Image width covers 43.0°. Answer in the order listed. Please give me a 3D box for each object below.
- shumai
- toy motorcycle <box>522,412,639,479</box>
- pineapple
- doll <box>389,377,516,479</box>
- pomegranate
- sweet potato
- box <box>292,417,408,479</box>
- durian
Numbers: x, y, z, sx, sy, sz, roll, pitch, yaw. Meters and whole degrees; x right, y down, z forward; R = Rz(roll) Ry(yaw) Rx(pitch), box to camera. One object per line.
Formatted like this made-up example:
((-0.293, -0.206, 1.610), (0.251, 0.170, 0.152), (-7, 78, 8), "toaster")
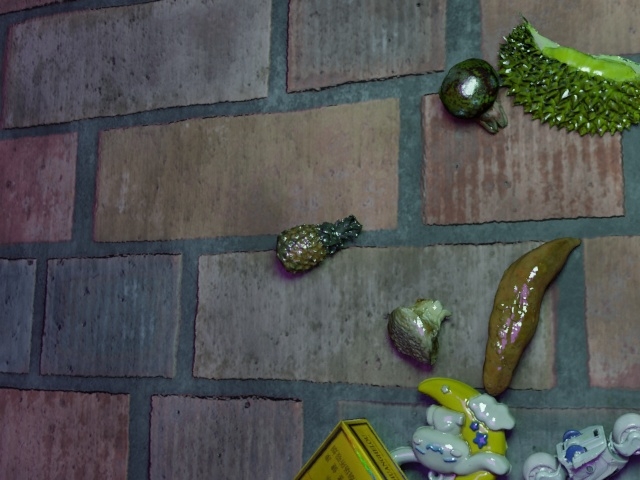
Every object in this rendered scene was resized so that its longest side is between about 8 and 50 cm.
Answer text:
((0.212, 0.176, 1.658), (0.116, 0.146, 0.145), (-32, 65, -25), "shumai")
((0.501, 0.406, 1.508), (0.254, 0.112, 0.113), (-29, 72, 17), "toy motorcycle")
((0.000, 0.000, 1.782), (0.197, 0.108, 0.108), (-22, 73, 6), "pineapple")
((0.254, 0.397, 1.595), (0.252, 0.111, 0.238), (16, 90, 23), "doll")
((0.313, -0.293, 1.682), (0.125, 0.138, 0.163), (-15, 107, 10), "pomegranate")
((0.386, 0.130, 1.592), (0.106, 0.095, 0.355), (28, 85, -1), "sweet potato")
((0.035, 0.528, 1.624), (0.302, 0.084, 0.193), (-55, 52, 23), "box")
((0.508, -0.321, 1.626), (0.351, 0.158, 0.169), (26, 57, 24), "durian")
